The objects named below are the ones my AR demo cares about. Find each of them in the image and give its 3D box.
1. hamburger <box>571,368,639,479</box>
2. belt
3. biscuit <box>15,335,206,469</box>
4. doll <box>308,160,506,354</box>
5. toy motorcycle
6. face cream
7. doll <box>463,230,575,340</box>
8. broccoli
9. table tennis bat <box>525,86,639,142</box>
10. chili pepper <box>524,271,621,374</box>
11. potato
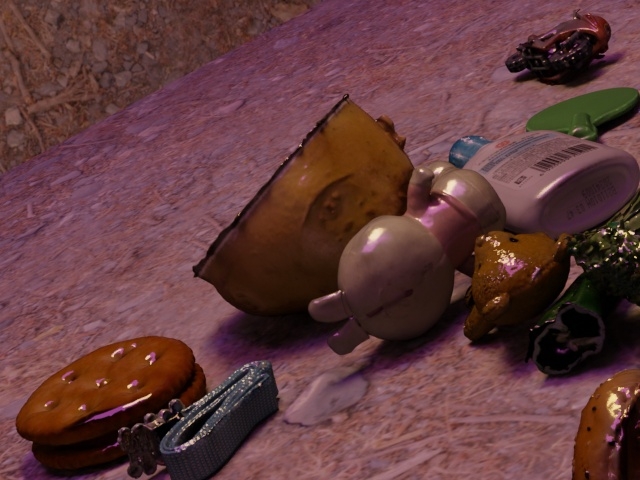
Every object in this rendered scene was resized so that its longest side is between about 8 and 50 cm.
[{"bbox_3d":[0.248,0.163,1.173,0.113,0.177,0.186,-20,43,30],"label":"hamburger"},{"bbox_3d":[-0.116,0.187,1.727,0.100,0.065,0.179,3,28,38],"label":"belt"},{"bbox_3d":[-0.236,0.182,1.874,0.220,0.066,0.220,-21,18,7],"label":"biscuit"},{"bbox_3d":[0.106,0.013,1.787,0.113,0.155,0.275,-2,35,51],"label":"doll"},{"bbox_3d":[0.364,-0.291,2.499,0.118,0.084,0.212,-36,15,-14],"label":"toy motorcycle"},{"bbox_3d":[0.247,-0.078,2.013,0.163,0.080,0.336,-28,18,-13],"label":"face cream"},{"bbox_3d":[0.184,0.033,1.700,0.137,0.097,0.209,-46,6,-9],"label":"doll"},{"bbox_3d":[0.343,-0.023,1.537,0.219,0.194,0.194,12,23,3],"label":"broccoli"},{"bbox_3d":[0.350,-0.160,2.209,0.160,0.039,0.257,-18,13,14],"label":"table tennis bat"},{"bbox_3d":[0.265,0.058,1.641,0.088,0.059,0.227,-39,2,28],"label":"chili pepper"},{"bbox_3d":[0.000,0.000,1.952,0.300,0.196,0.246,-47,-1,33],"label":"potato"}]
